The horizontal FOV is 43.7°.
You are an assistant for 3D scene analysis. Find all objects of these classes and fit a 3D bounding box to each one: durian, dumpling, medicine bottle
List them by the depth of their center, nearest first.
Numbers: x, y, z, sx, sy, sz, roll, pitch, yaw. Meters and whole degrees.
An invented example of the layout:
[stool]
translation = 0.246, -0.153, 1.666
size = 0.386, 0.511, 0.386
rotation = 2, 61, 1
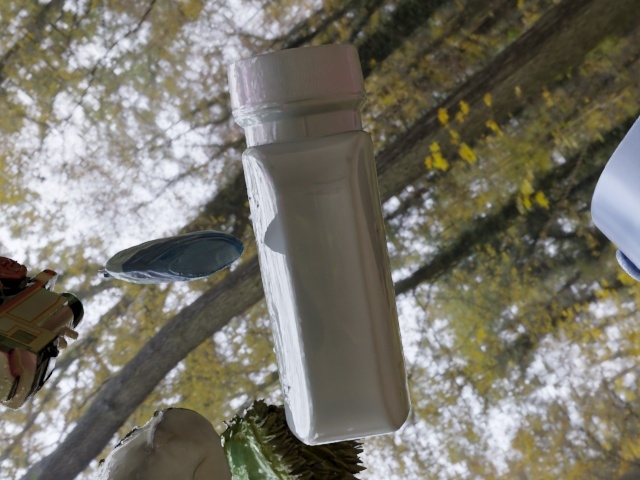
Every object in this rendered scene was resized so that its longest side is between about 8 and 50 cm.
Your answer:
[medicine bottle]
translation = 0.000, 0.000, 0.642
size = 0.161, 0.111, 0.296
rotation = -104, 6, -82
[dumpling]
translation = -0.198, 0.332, 0.980
size = 0.172, 0.247, 0.142
rotation = 37, 168, -22
[durian]
translation = -0.037, 0.328, 1.143
size = 0.394, 0.198, 0.163
rotation = 68, -154, -48

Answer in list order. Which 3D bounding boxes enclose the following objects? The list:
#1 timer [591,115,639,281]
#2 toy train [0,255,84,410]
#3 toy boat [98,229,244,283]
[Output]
[timer]
translation = 0.523, -0.100, 1.064
size = 0.395, 0.395, 0.173
rotation = 12, -146, -52
[toy train]
translation = -0.202, 0.056, 0.516
size = 0.087, 0.050, 0.138
rotation = 22, -164, -1
[toy boat]
translation = -0.130, 0.012, 0.602
size = 0.105, 0.149, 0.034
rotation = -13, -80, -60
